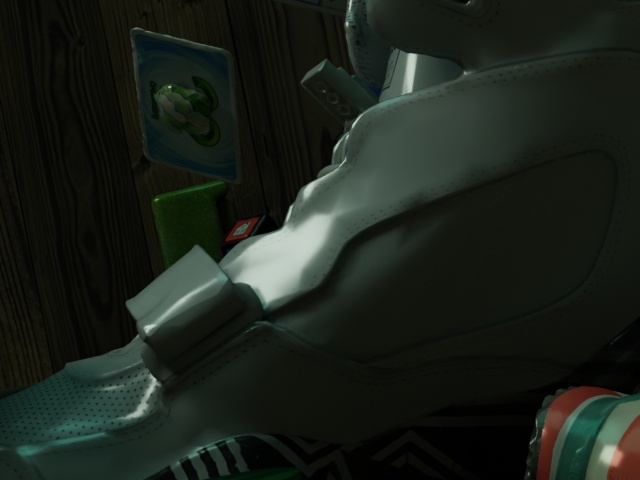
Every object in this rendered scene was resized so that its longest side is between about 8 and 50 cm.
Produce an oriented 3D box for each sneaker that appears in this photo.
[{"bbox_3d":[0.000,0.000,0.663,0.365,0.210,0.137,-11,-1,-6],"label":"sneaker"},{"bbox_3d":[0.124,0.059,0.521,0.075,0.057,0.161,9,11,38],"label":"sneaker"}]

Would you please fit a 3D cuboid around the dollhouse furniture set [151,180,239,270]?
[{"bbox_3d":[0.028,0.029,0.950,0.197,0.151,0.301,-11,-1,-5],"label":"dollhouse furniture set"}]

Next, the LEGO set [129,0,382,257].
[{"bbox_3d":[0.008,-0.072,0.823,0.182,0.244,0.060,15,46,18],"label":"LEGO set"}]

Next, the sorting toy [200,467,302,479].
[{"bbox_3d":[-0.106,0.100,0.408,0.274,0.046,0.132,-11,-1,-26],"label":"sorting toy"}]

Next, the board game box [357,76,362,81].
[{"bbox_3d":[0.144,-0.018,0.885,0.259,0.039,0.124,34,-21,-21],"label":"board game box"}]
